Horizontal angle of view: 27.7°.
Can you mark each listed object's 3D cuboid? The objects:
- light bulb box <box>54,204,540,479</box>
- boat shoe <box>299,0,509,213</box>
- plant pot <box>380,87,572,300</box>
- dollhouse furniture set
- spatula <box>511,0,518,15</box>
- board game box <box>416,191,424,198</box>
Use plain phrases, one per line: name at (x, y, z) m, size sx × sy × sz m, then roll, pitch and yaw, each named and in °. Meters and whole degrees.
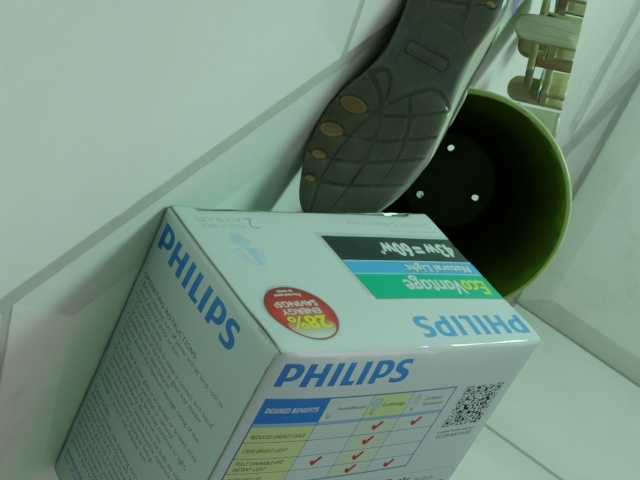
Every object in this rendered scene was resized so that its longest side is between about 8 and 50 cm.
light bulb box at (-0.031, 0.170, 1.351) m, size 0.358 × 0.225 × 0.361 m, roll 1°, pitch 127°, yaw -41°
boat shoe at (0.108, -0.159, 1.484) m, size 0.355 × 0.132 × 0.130 m, roll -55°, pitch 165°, yaw 3°
plant pot at (0.177, -0.069, 1.720) m, size 0.274 × 0.275 × 0.293 m, roll -57°, pitch -179°, yaw 9°
dollhouse furniture set at (0.288, -0.257, 1.915) m, size 0.212 × 0.161 × 0.242 m, roll 73°, pitch 31°, yaw -72°
spatula at (0.340, -0.430, 1.810) m, size 0.296 × 0.030 × 0.084 m, roll -50°, pitch 166°, yaw -18°
board game box at (0.161, 0.039, 2.160) m, size 0.224 × 0.097 × 0.303 m, roll -54°, pitch 167°, yaw -7°
